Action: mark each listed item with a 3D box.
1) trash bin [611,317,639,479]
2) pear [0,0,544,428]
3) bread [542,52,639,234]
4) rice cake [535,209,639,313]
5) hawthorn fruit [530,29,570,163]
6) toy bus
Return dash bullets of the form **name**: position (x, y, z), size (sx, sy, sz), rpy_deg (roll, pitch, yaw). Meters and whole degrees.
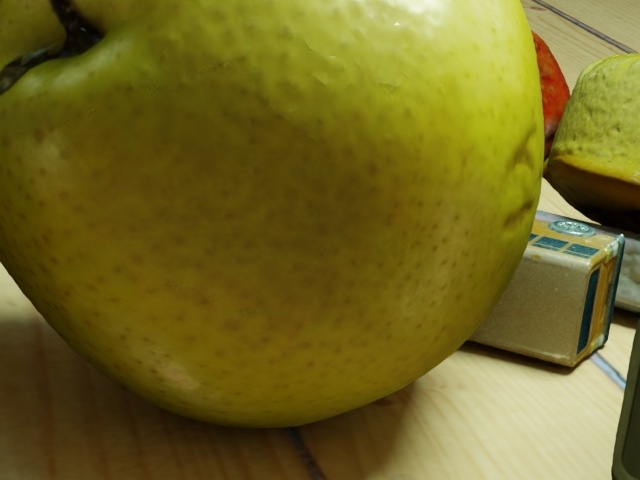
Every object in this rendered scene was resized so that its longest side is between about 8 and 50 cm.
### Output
- **trash bin**: position (0.311, 0.095, 1.201), size (0.164, 0.122, 0.240), rpy_deg (17, 18, 32)
- **pear**: position (-0.034, -0.063, 1.206), size (0.362, 0.362, 0.418), rpy_deg (17, -1, 34)
- **bread**: position (0.308, -0.053, 1.563), size (0.270, 0.148, 0.270), rpy_deg (19, -1, 0)
- **rice cake**: position (0.206, 0.016, 1.516), size (0.399, 0.064, 0.070), rpy_deg (17, 9, 32)
- **hawthorn fruit**: position (0.135, -0.107, 1.666), size (0.179, 0.179, 0.200), rpy_deg (-3, 3, -27)
- **toy bus**: position (0.116, 0.025, 1.412), size (0.182, 0.091, 0.103), rpy_deg (14, 18, 21)
